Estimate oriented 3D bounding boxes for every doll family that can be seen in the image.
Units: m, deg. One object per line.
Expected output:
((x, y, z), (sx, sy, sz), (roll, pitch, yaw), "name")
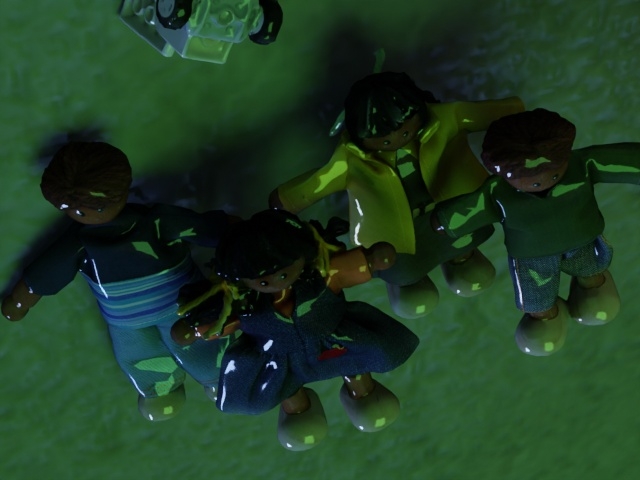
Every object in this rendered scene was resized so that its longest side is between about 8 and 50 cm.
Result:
((0.000, 0.000, 0.587), (0.193, 0.076, 0.111), (-26, 142, -2), "doll family")

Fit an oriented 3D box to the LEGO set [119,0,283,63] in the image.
((0.004, -0.153, 0.481), (0.244, 0.060, 0.182), (-32, 133, -11), "LEGO set")
